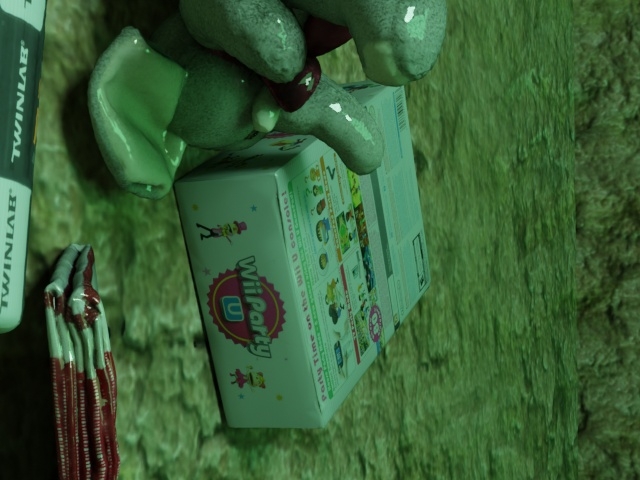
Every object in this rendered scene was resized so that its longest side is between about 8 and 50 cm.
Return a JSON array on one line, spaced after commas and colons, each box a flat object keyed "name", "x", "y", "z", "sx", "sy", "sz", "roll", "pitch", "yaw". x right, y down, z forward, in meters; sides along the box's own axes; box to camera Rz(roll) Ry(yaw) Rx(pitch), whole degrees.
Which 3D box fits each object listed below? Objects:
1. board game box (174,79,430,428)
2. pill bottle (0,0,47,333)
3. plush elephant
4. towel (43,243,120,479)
[{"name": "board game box", "x": 0.000, "y": 0.000, "z": 1.134, "sx": 0.303, "sy": 0.097, "sz": 0.224, "roll": -44, "pitch": 127, "yaw": -60}, {"name": "pill bottle", "x": -0.207, "y": -0.079, "z": 0.638, "sx": 0.130, "sy": 0.130, "sz": 0.246, "roll": 19, "pitch": 72, "yaw": -64}, {"name": "plush elephant", "x": -0.033, "y": -0.150, "z": 0.906, "sx": 0.272, "sy": 0.330, "sz": 0.255, "roll": -60, "pitch": 165, "yaw": -46}, {"name": "towel", "x": -0.132, "y": 0.174, "z": 0.772, "sx": 0.237, "sy": 0.037, "sz": 0.329, "roll": -152, "pitch": -123, "yaw": -79}]
